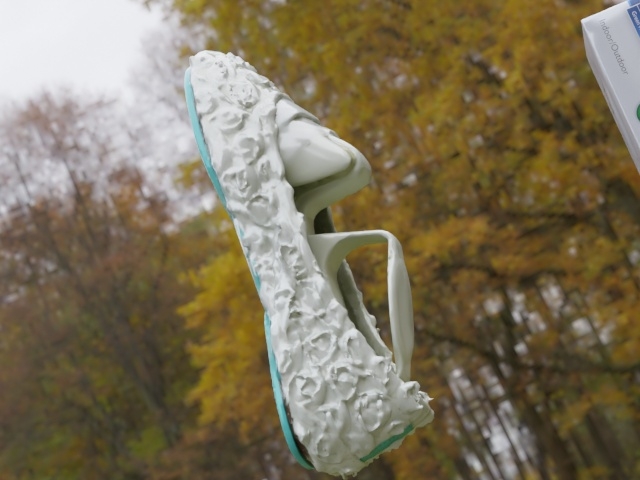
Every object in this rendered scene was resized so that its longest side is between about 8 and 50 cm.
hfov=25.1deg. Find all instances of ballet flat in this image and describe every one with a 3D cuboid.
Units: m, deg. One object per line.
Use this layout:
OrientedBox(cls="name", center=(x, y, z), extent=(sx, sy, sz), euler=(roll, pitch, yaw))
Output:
OrientedBox(cls="ballet flat", center=(0.000, 0.000, 1.230), extent=(0.147, 0.409, 0.147), euler=(-15, -22, -6))

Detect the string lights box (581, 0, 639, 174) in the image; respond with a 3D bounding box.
OrientedBox(cls="string lights box", center=(0.322, -0.132, 0.964), extent=(0.260, 0.133, 0.077), euler=(-23, -17, 7))
